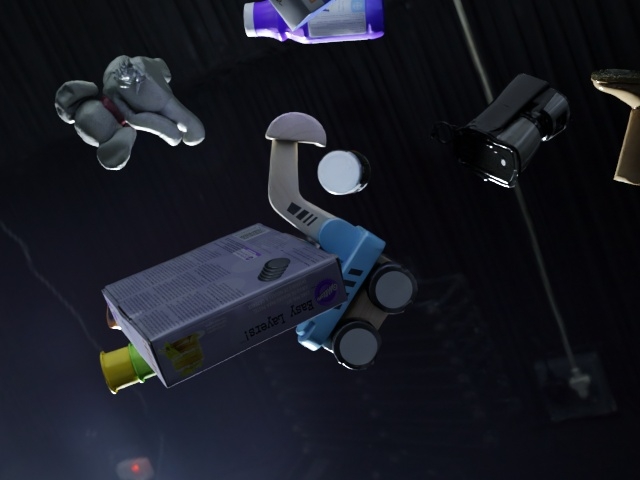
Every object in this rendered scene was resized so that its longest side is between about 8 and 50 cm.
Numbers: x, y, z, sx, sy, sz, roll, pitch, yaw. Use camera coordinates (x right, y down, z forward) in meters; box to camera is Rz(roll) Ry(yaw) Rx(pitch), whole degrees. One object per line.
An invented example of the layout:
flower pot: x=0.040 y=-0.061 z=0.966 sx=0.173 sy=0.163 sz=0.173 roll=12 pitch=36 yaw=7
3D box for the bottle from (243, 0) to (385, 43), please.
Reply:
bottle: x=-0.011 y=-0.457 z=1.597 sx=0.282 sy=0.092 sz=0.118 roll=-2 pitch=-128 yaw=8

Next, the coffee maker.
coffee maker: x=0.315 y=-0.204 z=1.356 sx=0.178 sy=0.171 sz=0.120 roll=-44 pitch=171 yaw=-28

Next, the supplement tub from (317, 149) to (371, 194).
supplement tub: x=0.069 y=-0.183 z=2.104 sx=0.116 sy=0.117 sz=0.190 roll=-20 pitch=179 yaw=16

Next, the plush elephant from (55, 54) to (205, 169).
plush elephant: x=-0.488 y=-0.315 z=1.953 sx=0.255 sy=0.272 sz=0.330 roll=-35 pitch=169 yaw=10

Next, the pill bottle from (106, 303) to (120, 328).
pill bottle: x=-0.376 y=0.172 z=1.873 sx=0.245 sy=0.131 sz=0.130 roll=7 pitch=173 yaw=-32

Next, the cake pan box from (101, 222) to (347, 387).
cake pan box: x=-0.132 y=0.066 z=1.010 sx=0.245 sy=0.070 sz=0.266 roll=-23 pitch=-160 yaw=-23

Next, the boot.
boot: x=0.756 y=-0.271 z=1.919 sx=0.236 sy=0.270 sz=0.089 roll=5 pitch=-158 yaw=1

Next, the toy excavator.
toy excavator: x=0.000 y=0.000 z=1.721 sx=0.433 sy=0.445 sz=0.222 roll=-59 pitch=-171 yaw=3

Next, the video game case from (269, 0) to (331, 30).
video game case: x=-0.027 y=-0.498 z=1.254 sx=0.269 sy=0.244 sz=0.061 roll=-46 pitch=-167 yaw=-36

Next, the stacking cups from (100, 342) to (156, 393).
stacking cups: x=-0.311 y=0.238 z=1.721 sx=0.316 sy=0.096 sz=0.096 roll=-18 pitch=-170 yaw=-8
